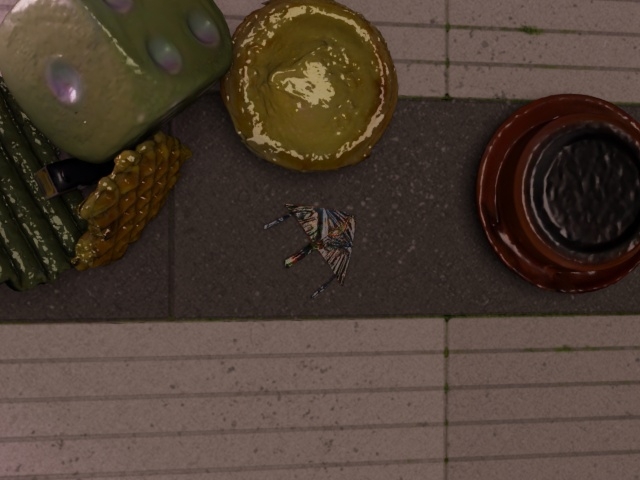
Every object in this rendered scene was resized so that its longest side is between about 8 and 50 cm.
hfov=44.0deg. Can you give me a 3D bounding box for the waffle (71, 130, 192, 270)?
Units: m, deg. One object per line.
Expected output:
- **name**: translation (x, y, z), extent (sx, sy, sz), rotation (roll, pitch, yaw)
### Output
- **waffle**: translation (-0.304, -0.058, 1.246), extent (0.051, 0.291, 0.291), rotation (35, 85, 3)

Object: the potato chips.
- **potato chips**: translation (-0.520, -0.117, 1.191), extent (0.070, 0.358, 0.429), rotation (-21, 99, 24)

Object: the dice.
- **dice**: translation (-0.309, -0.284, 1.198), extent (0.254, 0.250, 0.252), rotation (-29, 103, 38)

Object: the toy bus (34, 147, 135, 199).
- **toy bus**: translation (-0.378, -0.116, 1.291), extent (0.172, 0.072, 0.057), rotation (-29, 98, -51)

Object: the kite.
- **kite**: translation (0.000, 0.000, 1.420), extent (0.160, 0.010, 0.183), rotation (-36, 99, -10)

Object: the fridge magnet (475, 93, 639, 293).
- **fridge magnet**: translation (0.455, -0.084, 1.415), extent (0.364, 0.155, 0.363), rotation (0, 90, -8)

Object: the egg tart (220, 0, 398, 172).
- **egg tart**: translation (-0.021, -0.262, 1.360), extent (0.315, 0.120, 0.315), rotation (0, 93, -9)
